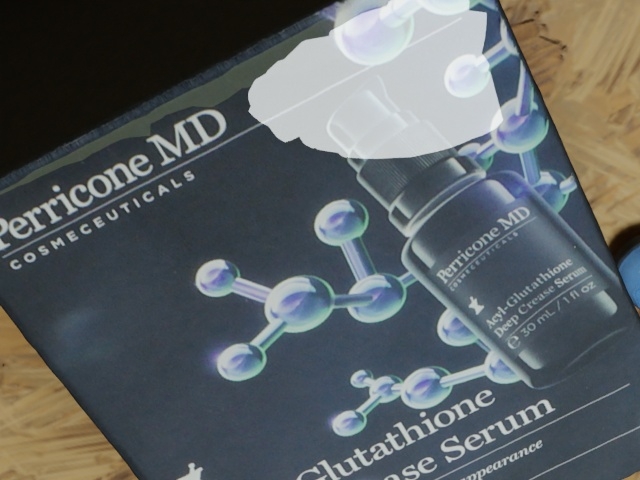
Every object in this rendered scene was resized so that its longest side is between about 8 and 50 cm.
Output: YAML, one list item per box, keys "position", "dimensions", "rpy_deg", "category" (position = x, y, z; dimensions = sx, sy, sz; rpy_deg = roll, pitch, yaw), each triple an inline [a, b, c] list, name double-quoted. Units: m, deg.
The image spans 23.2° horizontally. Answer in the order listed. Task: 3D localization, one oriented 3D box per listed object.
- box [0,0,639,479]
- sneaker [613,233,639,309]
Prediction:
- position: [0.000, 0.000, 0.920]
  dimensions: [0.293, 0.212, 0.395]
  rpy_deg: [-27, 126, 5]
  category: "box"
- position: [0.294, 0.065, 1.130]
  dimensions: [0.209, 0.082, 0.069]
  rpy_deg: [36, 111, -31]
  category: "sneaker"
